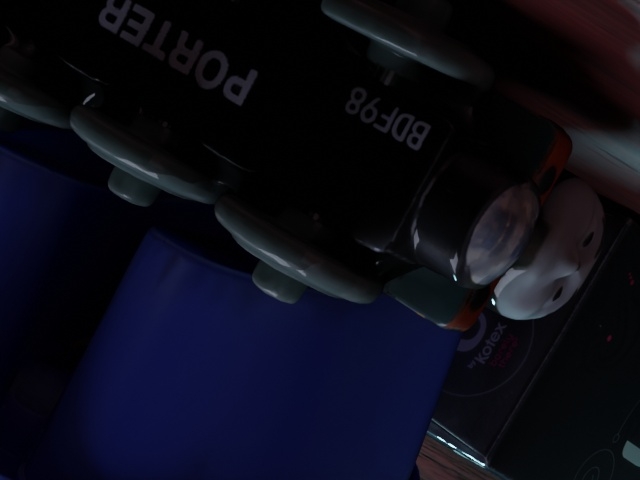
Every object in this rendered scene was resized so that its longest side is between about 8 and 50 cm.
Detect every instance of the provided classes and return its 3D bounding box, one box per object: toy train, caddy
[{"bbox_3d":[-0.024,-0.068,0.869,0.334,0.142,0.190,30,-174,31],"label":"toy train"},{"bbox_3d":[-0.071,0.057,0.969,0.241,0.179,0.341,29,-165,24],"label":"caddy"}]

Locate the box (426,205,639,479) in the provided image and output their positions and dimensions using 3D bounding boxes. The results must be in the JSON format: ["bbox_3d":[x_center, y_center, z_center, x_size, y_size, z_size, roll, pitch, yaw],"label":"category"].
[{"bbox_3d":[0.149,0.075,1.200,0.143,0.165,0.270,29,177,37],"label":"box"}]
